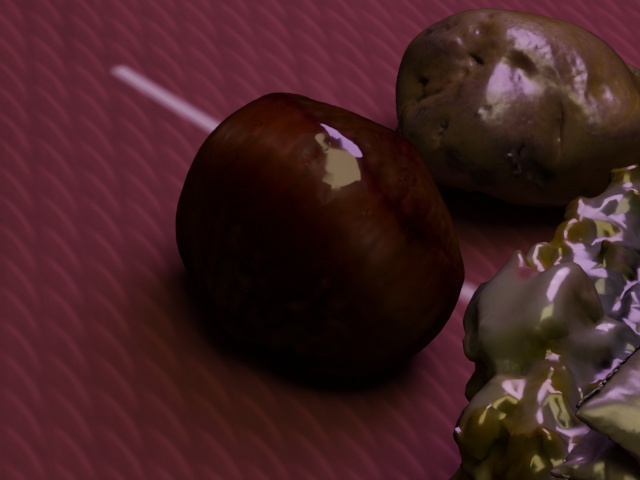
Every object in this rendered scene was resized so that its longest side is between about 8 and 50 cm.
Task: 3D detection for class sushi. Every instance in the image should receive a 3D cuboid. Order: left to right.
[{"bbox_3d":[0.235,0.154,1.116,0.351,0.240,0.396,17,39,5],"label":"sushi"}]

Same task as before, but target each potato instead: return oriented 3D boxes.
[{"bbox_3d":[0.156,-0.099,1.445,0.200,0.137,0.155,3,74,-13],"label":"potato"}]

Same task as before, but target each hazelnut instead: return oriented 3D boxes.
[{"bbox_3d":[0.000,0.000,1.276,0.204,0.178,0.178,44,42,-12],"label":"hazelnut"}]

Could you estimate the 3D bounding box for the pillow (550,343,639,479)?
[{"bbox_3d":[0.216,0.087,0.951,0.134,0.078,0.181,35,49,21],"label":"pillow"}]
